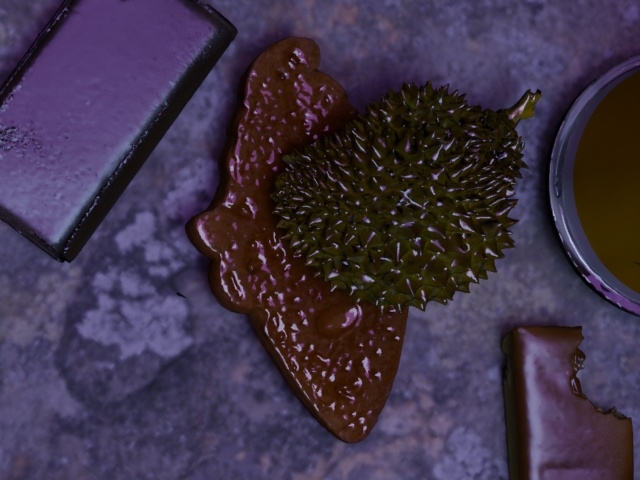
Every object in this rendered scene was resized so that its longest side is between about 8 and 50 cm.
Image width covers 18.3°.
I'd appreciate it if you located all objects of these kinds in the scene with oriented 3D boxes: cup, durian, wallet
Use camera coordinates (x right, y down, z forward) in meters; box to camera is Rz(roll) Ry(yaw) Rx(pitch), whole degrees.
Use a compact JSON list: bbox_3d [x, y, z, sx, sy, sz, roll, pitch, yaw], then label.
[{"bbox_3d":[0.268,-0.044,1.308,0.196,0.279,0.196,1,86,-10],"label":"cup"},{"bbox_3d":[0.080,-0.037,1.323,0.208,0.102,0.146,-35,96,-21],"label":"durian"},{"bbox_3d":[-0.154,-0.094,1.328,0.110,0.031,0.198,37,83,-11],"label":"wallet"}]

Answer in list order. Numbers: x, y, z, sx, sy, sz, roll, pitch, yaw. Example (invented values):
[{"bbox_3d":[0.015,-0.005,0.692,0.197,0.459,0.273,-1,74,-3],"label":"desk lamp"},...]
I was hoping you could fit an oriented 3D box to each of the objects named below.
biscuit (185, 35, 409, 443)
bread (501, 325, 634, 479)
[{"bbox_3d":[0.000,0.000,1.360,0.183,0.043,0.280,-13,97,-17],"label":"biscuit"},{"bbox_3d":[0.176,0.170,1.405,0.088,0.049,0.226,-3,92,-12],"label":"bread"}]
